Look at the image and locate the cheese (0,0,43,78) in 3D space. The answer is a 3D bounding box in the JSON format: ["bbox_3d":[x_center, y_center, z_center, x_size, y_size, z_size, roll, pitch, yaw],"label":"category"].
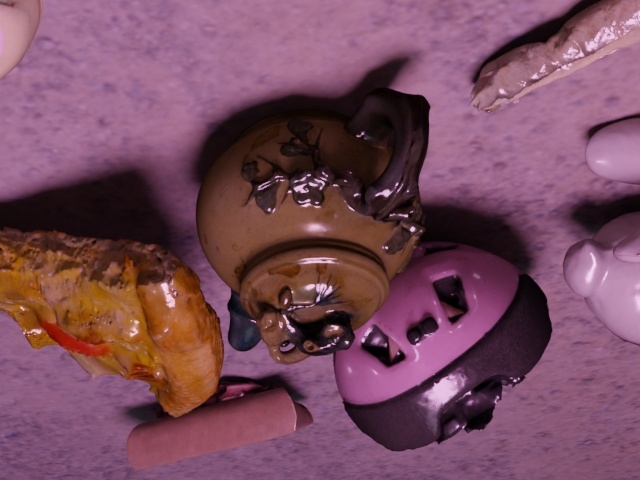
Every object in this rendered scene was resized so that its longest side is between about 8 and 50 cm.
[{"bbox_3d":[-0.284,-0.130,0.816,0.227,0.064,0.137,-26,139,30],"label":"cheese"}]

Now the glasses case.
[{"bbox_3d":[-0.106,0.189,1.368,0.194,0.070,0.102,-16,174,15],"label":"glasses case"}]

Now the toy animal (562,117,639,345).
[{"bbox_3d":[0.288,-0.001,1.031,0.179,0.127,0.193,3,150,-8],"label":"toy animal"}]

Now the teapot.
[{"bbox_3d":[0.000,0.000,0.946,0.173,0.182,0.269,17,142,-29],"label":"teapot"}]

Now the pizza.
[{"bbox_3d":[-0.213,0.059,1.047,0.288,0.075,0.280,17,154,14],"label":"pizza"}]

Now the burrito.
[{"bbox_3d":[0.180,-0.139,0.880,0.185,0.041,0.045,-26,-176,31],"label":"burrito"}]

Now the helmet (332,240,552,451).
[{"bbox_3d":[0.089,0.073,1.089,0.198,0.253,0.154,-37,105,5],"label":"helmet"}]
